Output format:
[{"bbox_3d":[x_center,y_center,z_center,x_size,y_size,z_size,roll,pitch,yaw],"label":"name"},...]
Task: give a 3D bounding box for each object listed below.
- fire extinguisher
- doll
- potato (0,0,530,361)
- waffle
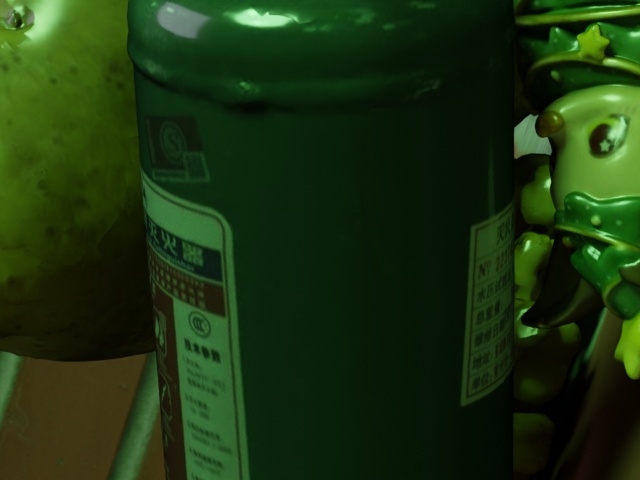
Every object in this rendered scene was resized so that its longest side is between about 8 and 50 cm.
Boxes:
[{"bbox_3d":[0.000,0.000,0.445,0.118,0.093,0.294,-102,8,-66],"label":"fire extinguisher"},{"bbox_3d":[0.085,-0.026,0.449,0.078,0.077,0.113,-28,73,61],"label":"doll"},{"bbox_3d":[0.005,-0.098,0.580,0.369,0.176,0.195,-46,-1,-27],"label":"potato"},{"bbox_3d":[0.043,0.079,0.651,0.228,0.051,0.231,-60,-10,-81],"label":"waffle"}]
